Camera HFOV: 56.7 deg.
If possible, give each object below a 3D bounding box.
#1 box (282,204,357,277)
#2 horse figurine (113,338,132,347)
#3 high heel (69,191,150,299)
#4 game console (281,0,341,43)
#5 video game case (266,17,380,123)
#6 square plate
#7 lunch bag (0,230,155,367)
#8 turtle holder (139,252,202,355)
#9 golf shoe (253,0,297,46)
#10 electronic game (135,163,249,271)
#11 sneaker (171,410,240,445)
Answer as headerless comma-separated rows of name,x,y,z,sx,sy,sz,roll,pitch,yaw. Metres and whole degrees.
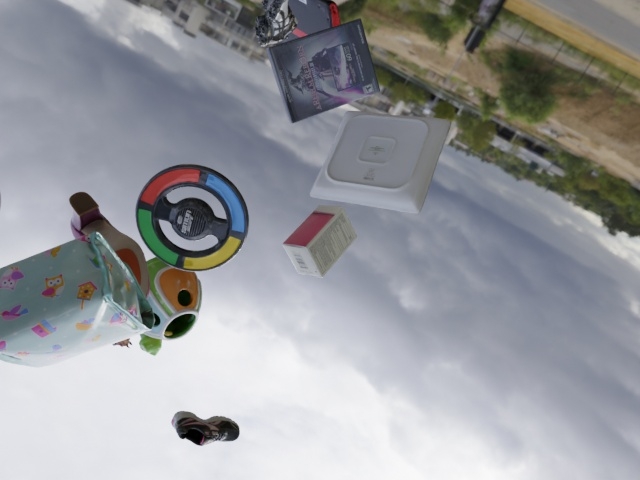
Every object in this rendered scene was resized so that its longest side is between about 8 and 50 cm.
box,0.000,0.000,2.137,0.127,0.232,0.148,7,134,44
horse figurine,-0.630,0.178,1.661,0.175,0.263,0.066,-2,-174,14
high heel,-0.544,0.049,1.557,0.127,0.181,0.377,-23,-118,-24
game console,-0.034,-0.686,1.988,0.060,0.342,0.386,-29,-133,-19
video game case,0.013,-0.439,1.534,0.274,0.196,0.026,-25,-161,-21
square plate,0.175,-0.253,1.754,0.347,0.344,0.049,11,152,24
lunch bag,-0.431,0.124,1.037,0.262,0.224,0.160,82,164,-66
turtle holder,-0.505,0.204,1.836,0.227,0.320,0.243,51,-172,29
golf shoe,-0.094,-0.545,1.415,0.094,0.198,0.077,-11,-103,-23
electronic game,-0.259,-0.042,1.200,0.229,0.229,0.048,27,-160,-9
sneaker,-0.288,0.490,1.497,0.178,0.072,0.077,15,-164,-25
